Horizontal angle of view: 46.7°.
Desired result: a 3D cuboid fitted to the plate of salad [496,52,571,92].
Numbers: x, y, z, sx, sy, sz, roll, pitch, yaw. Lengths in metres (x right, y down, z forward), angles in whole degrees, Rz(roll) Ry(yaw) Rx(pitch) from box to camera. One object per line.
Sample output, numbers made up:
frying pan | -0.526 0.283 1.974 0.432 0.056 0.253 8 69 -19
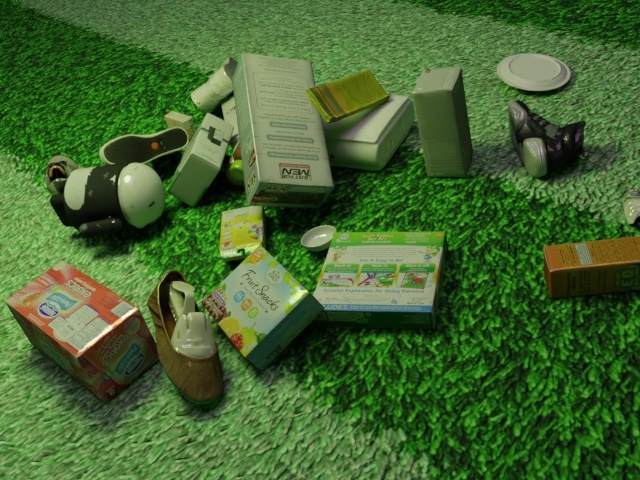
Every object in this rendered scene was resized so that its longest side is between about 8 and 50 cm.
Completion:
plate of salad | 0.590 -0.461 2.060 0.200 0.048 0.199 -2 44 2

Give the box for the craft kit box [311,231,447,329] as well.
craft kit box | 0.123 0.076 1.519 0.250 0.061 0.246 0 42 18

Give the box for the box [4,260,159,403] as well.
box | -0.485 0.179 1.509 0.300 0.142 0.154 22 50 38

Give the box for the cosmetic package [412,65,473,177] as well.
cosmetic package | 0.294 -0.280 1.765 0.107 0.237 0.127 2 41 21

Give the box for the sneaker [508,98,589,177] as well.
sneaker | 0.545 -0.257 1.773 0.153 0.101 0.268 -11 43 4

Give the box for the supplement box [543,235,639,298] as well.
supplement box | 0.545 0.048 1.396 0.234 0.078 0.080 -8 38 9

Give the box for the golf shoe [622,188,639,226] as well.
golf shoe | 0.708 -0.056 1.504 0.176 0.069 0.086 -1 59 22

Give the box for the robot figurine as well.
robot figurine | -0.528 -0.103 1.867 0.278 0.173 0.209 -5 81 12

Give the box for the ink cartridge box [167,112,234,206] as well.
ink cartridge box | -0.311 -0.214 1.941 0.087 0.153 0.208 29 36 -16

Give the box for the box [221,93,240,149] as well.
box | -0.169 -0.385 2.112 0.232 0.058 0.322 -36 32 10

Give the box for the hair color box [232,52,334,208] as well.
hair color box | -0.097 -0.266 1.800 0.186 0.113 0.374 2 62 -22

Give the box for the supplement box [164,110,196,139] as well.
supplement box | -0.420 -0.346 2.229 0.098 0.062 0.036 23 49 38

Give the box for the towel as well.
towel | 0.073 -0.366 1.862 0.237 0.021 0.102 -28 81 -40

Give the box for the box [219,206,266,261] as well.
box | -0.180 -0.012 1.740 0.105 0.043 0.179 -11 35 4

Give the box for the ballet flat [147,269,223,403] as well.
ballet flat | -0.263 0.167 1.456 0.116 0.124 0.342 5 28 -25

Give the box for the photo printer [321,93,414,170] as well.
photo printer | 0.064 -0.299 1.972 0.308 0.107 0.256 10 43 28

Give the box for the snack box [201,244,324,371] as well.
snack box | -0.118 0.129 1.473 0.174 0.070 0.207 -44 44 -4

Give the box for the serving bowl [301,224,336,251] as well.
serving bowl | 0.000 0.000 1.671 0.083 0.027 0.083 -16 31 10

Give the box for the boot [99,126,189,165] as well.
boot | -0.503 -0.245 2.061 0.244 0.088 0.176 -18 4 -28

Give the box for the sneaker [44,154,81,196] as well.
sneaker | -0.726 -0.185 2.087 0.100 0.108 0.271 -25 37 -10

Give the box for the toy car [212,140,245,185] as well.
toy car | -0.208 -0.196 1.916 0.189 0.149 0.155 -2 50 38

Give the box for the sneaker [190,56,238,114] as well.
sneaker | -0.323 -0.480 2.329 0.169 0.108 0.292 -36 9 15
